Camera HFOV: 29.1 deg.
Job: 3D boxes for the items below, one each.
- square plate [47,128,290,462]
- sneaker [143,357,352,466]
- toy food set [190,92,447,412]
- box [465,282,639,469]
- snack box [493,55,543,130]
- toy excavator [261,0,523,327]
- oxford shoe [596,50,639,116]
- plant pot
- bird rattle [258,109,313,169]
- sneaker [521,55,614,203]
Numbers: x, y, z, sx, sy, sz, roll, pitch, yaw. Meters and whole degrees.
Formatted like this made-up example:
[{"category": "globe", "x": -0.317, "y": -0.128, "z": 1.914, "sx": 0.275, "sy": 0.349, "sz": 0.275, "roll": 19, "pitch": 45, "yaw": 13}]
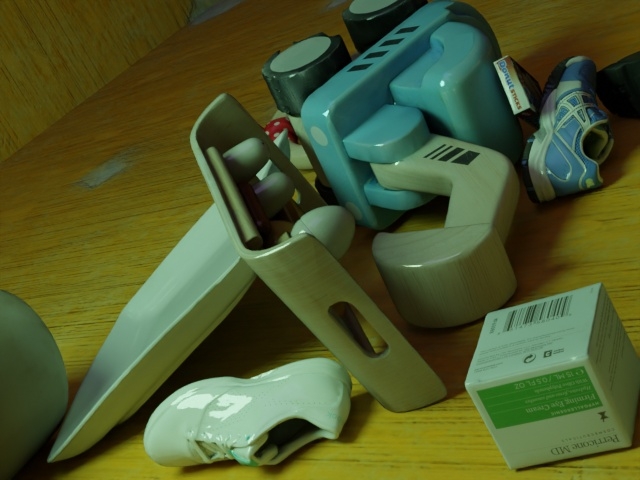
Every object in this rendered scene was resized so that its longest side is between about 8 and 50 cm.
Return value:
[{"category": "square plate", "x": -0.152, "y": 0.061, "z": 1.389, "sx": 0.344, "sy": 0.049, "sz": 0.347, "roll": -46, "pitch": 14, "yaw": 22}, {"category": "sneaker", "x": -0.073, "y": 0.175, "z": 1.126, "sx": 0.212, "sy": 0.080, "sz": 0.094, "roll": -21, "pitch": 33, "yaw": 18}, {"category": "toy food set", "x": 0.000, "y": 0.000, "z": 1.135, "sx": 0.092, "sy": 0.219, "sz": 0.306, "roll": -38, "pitch": 32, "yaw": 6}, {"category": "box", "x": 0.178, "y": 0.103, "z": 0.931, "sx": 0.101, "sy": 0.087, "sz": 0.102, "roll": -18, "pitch": 24, "yaw": 28}, {"category": "snack box", "x": 0.236, "y": -0.164, "z": 1.408, "sx": 0.022, "sy": 0.064, "sz": 0.178, "roll": -23, "pitch": -10, "yaw": 18}, {"category": "toy excavator", "x": 0.122, "y": -0.106, "z": 1.375, "sx": 0.433, "sy": 0.222, "sz": 0.445, "roll": -41, "pitch": 32, "yaw": -26}, {"category": "oxford shoe", "x": 0.397, "y": -0.186, "z": 1.340, "sx": 0.096, "sy": 0.082, "sz": 0.227, "roll": -32, "pitch": 20, "yaw": -14}, {"category": "plant pot", "x": -0.432, "y": 0.184, "z": 1.308, "sx": 0.323, "sy": 0.323, "sz": 0.280, "roll": -12, "pitch": 9, "yaw": 39}, {"category": "bird rattle", "x": -0.024, "y": -0.178, "z": 1.833, "sx": 0.253, "sy": 0.143, "sz": 0.207, "roll": -41, "pitch": 40, "yaw": -23}, {"category": "sneaker", "x": 0.282, "y": -0.122, "z": 1.346, "sx": 0.081, "sy": 0.080, "sz": 0.211, "roll": -3, "pitch": 48, "yaw": 29}]
